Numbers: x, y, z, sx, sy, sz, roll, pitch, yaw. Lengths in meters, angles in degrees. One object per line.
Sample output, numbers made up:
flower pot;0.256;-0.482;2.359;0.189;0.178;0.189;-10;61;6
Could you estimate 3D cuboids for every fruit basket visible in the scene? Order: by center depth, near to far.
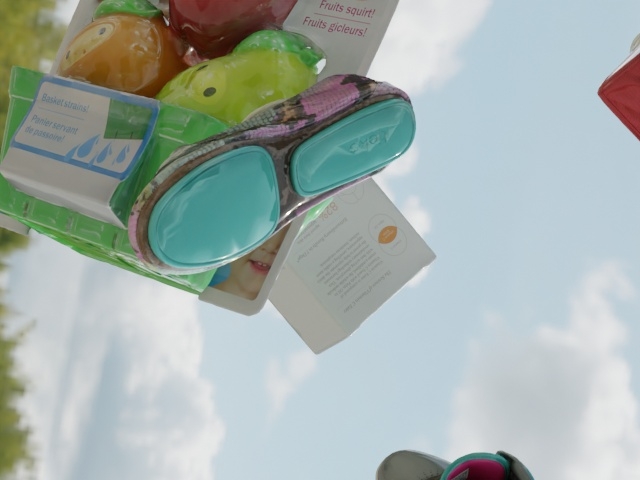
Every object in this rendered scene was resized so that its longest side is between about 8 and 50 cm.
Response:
fruit basket;-0.094;-0.144;1.192;0.327;0.165;0.353;18;-93;41

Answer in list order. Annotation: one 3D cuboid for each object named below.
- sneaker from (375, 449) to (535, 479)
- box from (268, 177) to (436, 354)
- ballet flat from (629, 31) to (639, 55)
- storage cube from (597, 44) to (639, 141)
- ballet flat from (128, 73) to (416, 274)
sneaker;0.153;0.288;1.793;0.295;0.124;0.178;33;-25;40
box;0.000;0.000;1.550;0.130;0.170;0.091;-40;-178;-27
ballet flat;0.538;-0.290;1.911;0.139;0.400;0.139;60;8;-15
storage cube;0.353;-0.126;1.142;0.215;0.183;0.193;-42;180;-31
ballet flat;-0.040;-0.044;0.960;0.079;0.221;0.077;23;-50;41
